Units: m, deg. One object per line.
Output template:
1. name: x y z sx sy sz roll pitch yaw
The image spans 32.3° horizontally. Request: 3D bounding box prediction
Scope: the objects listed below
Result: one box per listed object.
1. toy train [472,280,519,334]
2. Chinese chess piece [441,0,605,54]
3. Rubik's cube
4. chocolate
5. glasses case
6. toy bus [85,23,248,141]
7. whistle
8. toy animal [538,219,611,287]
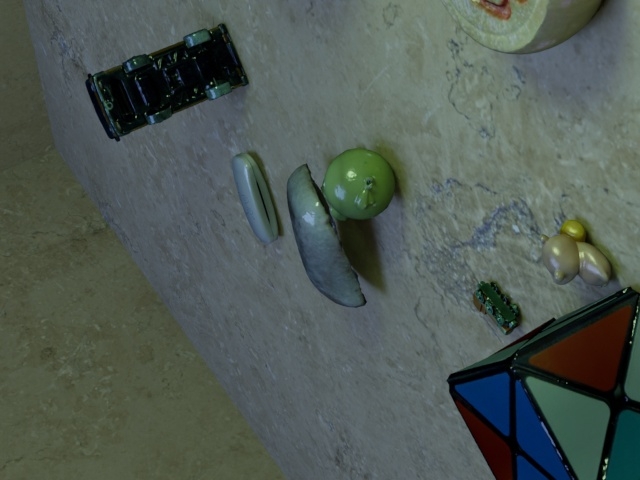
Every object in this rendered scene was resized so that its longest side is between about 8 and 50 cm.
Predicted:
1. toy train: 0.302 0.119 1.901 0.103 0.044 0.064 53 159 31
2. Chinese chess piece: 0.245 -0.370 1.397 0.270 0.112 0.270 46 152 35
3. Rubik's cube: 0.372 0.242 1.608 0.246 0.250 0.248 62 160 5
4. chocolate: 0.000 0.000 2.278 0.185 0.100 0.303 -106 -4 -52
5. glasses case: -0.157 -0.101 2.663 0.092 0.059 0.233 25 138 55
6. toy bus: -0.351 -0.352 2.473 0.194 0.323 0.162 6 120 68
7. whistle: 0.070 -0.103 2.110 0.141 0.141 0.294 64 178 -1
8. toy animal: 0.364 0.036 1.616 0.114 0.082 0.091 55 158 20
